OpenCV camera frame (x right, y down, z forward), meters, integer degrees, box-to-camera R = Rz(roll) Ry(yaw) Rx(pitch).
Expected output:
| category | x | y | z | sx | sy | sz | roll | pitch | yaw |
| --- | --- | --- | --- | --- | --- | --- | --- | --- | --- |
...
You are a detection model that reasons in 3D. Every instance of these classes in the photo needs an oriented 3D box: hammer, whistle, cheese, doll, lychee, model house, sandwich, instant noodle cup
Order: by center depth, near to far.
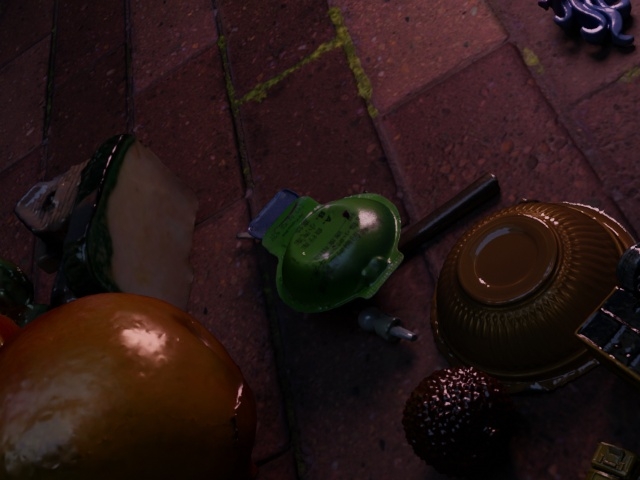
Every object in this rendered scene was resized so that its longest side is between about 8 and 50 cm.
| category | x | y | z | sx | sy | sz | roll | pitch | yaw |
| --- | --- | --- | --- | --- | --- | --- | --- | --- | --- |
| lychee | 0.146 | 0.198 | 0.909 | 0.129 | 0.123 | 0.123 | -6 | 54 | 41 |
| instant noodle cup | 0.236 | 0.041 | 0.988 | 0.274 | 0.091 | 0.274 | -21 | 47 | 24 |
| whistle | 0.085 | 0.112 | 1.085 | 0.100 | 0.035 | 0.035 | 20 | 71 | 43 |
| hammer | 0.121 | -0.001 | 1.156 | 0.297 | 0.027 | 0.125 | -35 | 42 | 8 |
| cheese | 0.000 | 0.000 | 1.174 | 0.204 | 0.083 | 0.320 | -49 | 36 | -9 |
| doll | 0.385 | -0.345 | 1.206 | 0.110 | 0.067 | 0.206 | -25 | 55 | 0 |
| model house | -0.375 | 0.027 | 1.354 | 0.284 | 0.243 | 0.298 | -19 | 47 | 28 |
| sandwich | -0.640 | 0.088 | 1.457 | 0.250 | 0.301 | 0.162 | -10 | 65 | 50 |

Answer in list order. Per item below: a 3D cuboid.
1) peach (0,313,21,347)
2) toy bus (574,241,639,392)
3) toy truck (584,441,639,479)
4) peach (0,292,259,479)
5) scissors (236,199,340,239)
| category | x | y | z | sx | sy | sz | roll | pitch | yaw |
| --- | --- | --- | --- | --- | --- | --- | --- | --- | --- |
| peach | -0.566 | 0.285 | 1.266 | 0.242 | 0.306 | 0.380 | 129 | 164 | -82 |
| toy bus | 0.418 | 0.017 | 0.844 | 0.335 | 0.123 | 0.121 | -46 | 41 | -4 |
| toy truck | 0.285 | 0.241 | 0.817 | 0.049 | 0.054 | 0.083 | 15 | 67 | 43 |
| peach | -0.255 | 0.241 | 1.022 | 0.373 | 0.290 | 0.372 | 2 | 58 | -3 |
| scissors | -0.047 | -0.009 | 1.291 | 0.212 | 0.021 | 0.110 | -3 | 59 | 35 |
